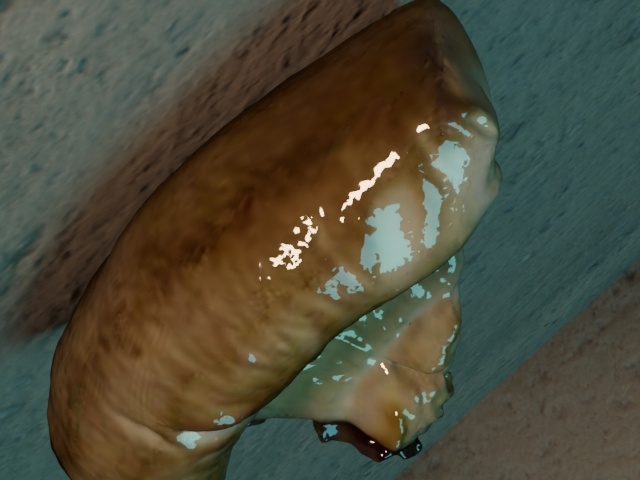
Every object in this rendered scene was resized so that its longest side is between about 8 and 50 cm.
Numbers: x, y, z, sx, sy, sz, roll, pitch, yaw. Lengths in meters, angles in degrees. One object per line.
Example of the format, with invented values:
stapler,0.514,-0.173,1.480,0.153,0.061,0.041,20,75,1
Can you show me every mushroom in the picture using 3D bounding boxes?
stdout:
mushroom,-0.036,-0.001,1.213,0.313,0.224,0.397,-13,148,-19
